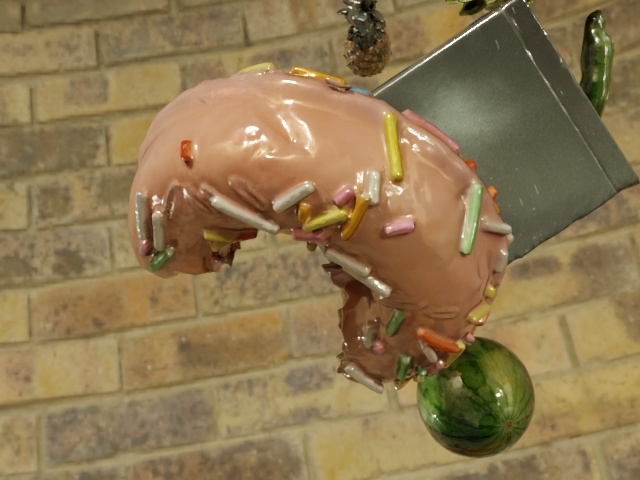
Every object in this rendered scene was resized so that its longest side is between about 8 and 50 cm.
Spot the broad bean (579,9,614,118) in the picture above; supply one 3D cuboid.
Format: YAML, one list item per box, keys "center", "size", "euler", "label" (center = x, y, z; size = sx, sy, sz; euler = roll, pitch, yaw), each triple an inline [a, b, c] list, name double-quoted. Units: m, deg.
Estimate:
- center: [0.398, -0.218, 1.522]
  size: [0.049, 0.144, 0.292]
  euler: [-4, -41, -37]
  label: "broad bean"

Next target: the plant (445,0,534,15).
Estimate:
- center: [0.319, -0.477, 1.523]
  size: [0.306, 0.297, 0.261]
  euler: [-45, -1, -25]
  label: "plant"

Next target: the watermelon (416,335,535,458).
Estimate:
- center: [0.241, 0.244, 1.506]
  size: [0.188, 0.215, 0.188]
  euler: [-7, -69, -19]
  label: "watermelon"

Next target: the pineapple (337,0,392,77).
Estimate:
- center: [0.094, -0.442, 1.982]
  size: [0.119, 0.111, 0.237]
  euler: [31, -14, 19]
  label: "pineapple"

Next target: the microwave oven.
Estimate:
- center: [0.147, -0.103, 1.180]
  size: [0.374, 0.236, 0.432]
  euler: [-32, 5, 9]
  label: "microwave oven"

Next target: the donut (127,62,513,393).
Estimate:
- center: [0.000, 0.000, 0.541]
  size: [0.233, 0.085, 0.199]
  euler: [28, -38, -9]
  label: "donut"
